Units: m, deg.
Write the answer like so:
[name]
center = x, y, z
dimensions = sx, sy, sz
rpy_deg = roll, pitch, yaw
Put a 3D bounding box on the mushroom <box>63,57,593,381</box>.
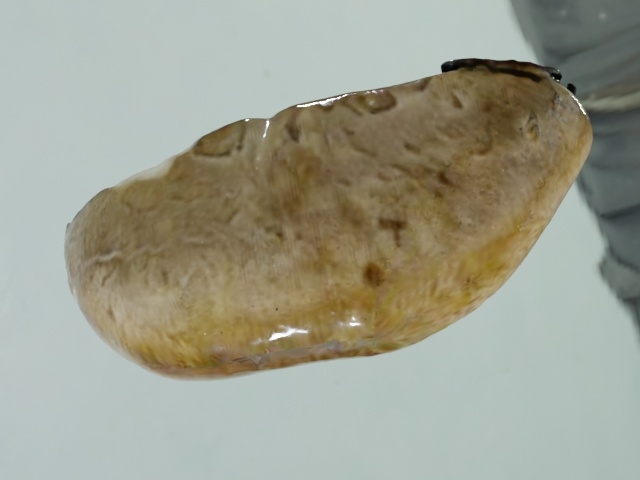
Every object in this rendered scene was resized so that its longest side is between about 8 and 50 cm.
[mushroom]
center = 0.001, -0.001, 0.576
dimensions = 0.072, 0.210, 0.094
rpy_deg = 59, 20, -63
